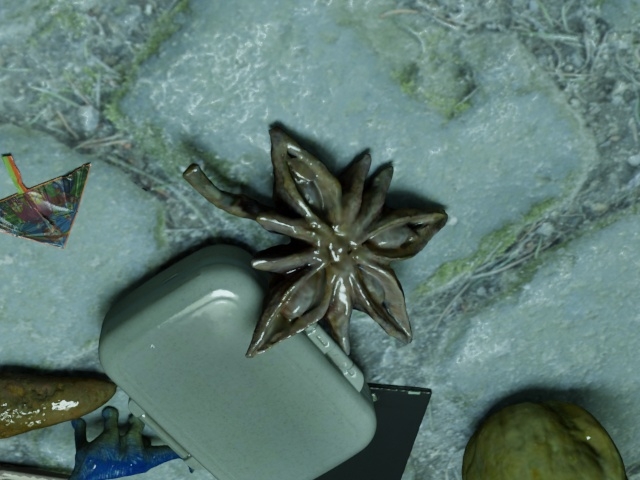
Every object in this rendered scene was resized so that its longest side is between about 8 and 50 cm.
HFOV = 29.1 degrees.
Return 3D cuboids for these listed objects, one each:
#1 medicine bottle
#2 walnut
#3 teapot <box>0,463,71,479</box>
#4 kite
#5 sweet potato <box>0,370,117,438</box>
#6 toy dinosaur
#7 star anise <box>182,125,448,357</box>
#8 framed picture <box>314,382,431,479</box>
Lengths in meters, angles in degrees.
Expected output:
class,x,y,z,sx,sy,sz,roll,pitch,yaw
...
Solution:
class,x,y,z,sx,sy,sz,roll,pitch,yaw
medicine bottle,-0.108,0.186,1.677,0.282,0.123,0.375,-33,120,14
walnut,0.329,0.368,1.784,0.227,0.283,0.283,14,127,-33
teapot,-0.409,0.495,1.843,0.344,0.253,0.300,11,93,-8
kite,-0.360,-0.045,1.548,0.190,0.010,0.159,-22,127,10
sweet potato,-0.455,0.235,1.711,0.341,0.092,0.114,-17,153,8
toy dinosaur,-0.283,0.334,1.745,0.248,0.188,0.075,25,129,-25
star anise,0.001,0.002,1.546,0.349,0.109,0.292,-6,90,-23
framed picture,0.008,0.338,1.891,0.255,0.014,0.338,6,128,-11
